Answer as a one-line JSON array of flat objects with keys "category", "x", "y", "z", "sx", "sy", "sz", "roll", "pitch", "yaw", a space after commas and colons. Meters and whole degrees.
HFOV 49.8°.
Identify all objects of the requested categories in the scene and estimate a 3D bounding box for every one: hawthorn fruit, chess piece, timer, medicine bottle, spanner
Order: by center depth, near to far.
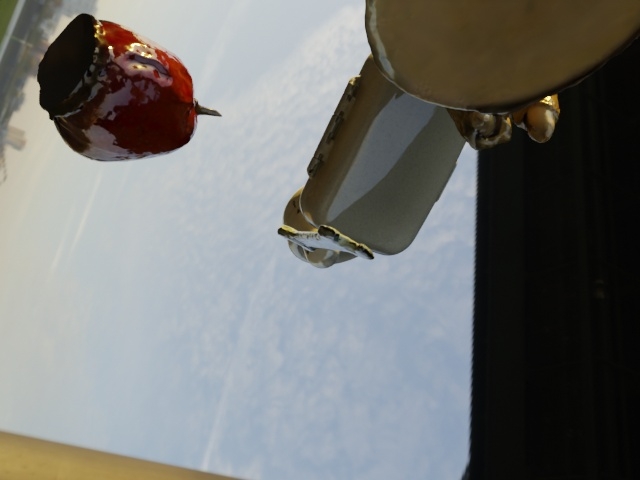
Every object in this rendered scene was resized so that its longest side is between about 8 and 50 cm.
[{"category": "chess piece", "x": 0.125, "y": -0.200, "z": 0.407, "sx": 0.307, "sy": 0.124, "sz": 0.138, "roll": -65, "pitch": 173, "yaw": -50}, {"category": "spanner", "x": 0.000, "y": 0.000, "z": 0.866, "sx": 0.017, "sy": 0.071, "sz": 0.302, "roll": -63, "pitch": -168, "yaw": -5}, {"category": "hawthorn fruit", "x": -0.252, "y": -0.199, "z": 0.934, "sx": 0.189, "sy": 0.251, "sz": 0.189, "roll": 3, "pitch": -86, "yaw": 54}, {"category": "medicine bottle", "x": 0.133, "y": -0.163, "z": 1.309, "sx": 0.123, "sy": 0.282, "sz": 0.375, "roll": 39, "pitch": -74, "yaw": 55}, {"category": "timer", "x": 0.034, "y": -0.026, "z": 1.504, "sx": 0.233, "sy": 0.233, "sz": 0.240, "roll": -47, "pitch": -134, "yaw": 35}]

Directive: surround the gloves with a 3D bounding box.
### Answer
[{"category": "gloves", "x": 0.256, "y": -0.242, "z": 1.033, "sx": 0.155, "sy": 0.203, "sz": 0.356, "roll": -46, "pitch": -171, "yaw": 31}]
